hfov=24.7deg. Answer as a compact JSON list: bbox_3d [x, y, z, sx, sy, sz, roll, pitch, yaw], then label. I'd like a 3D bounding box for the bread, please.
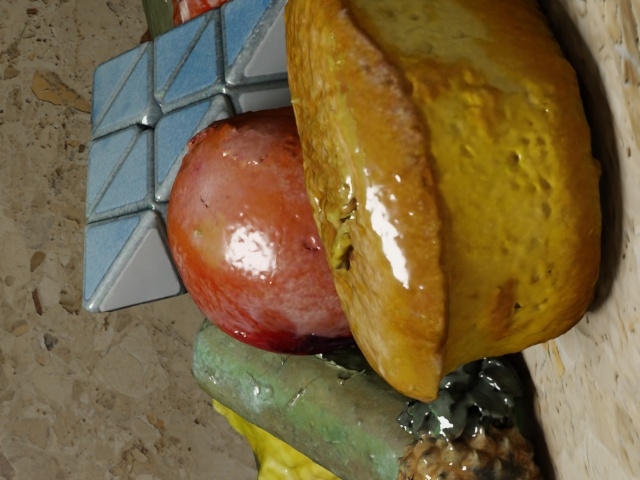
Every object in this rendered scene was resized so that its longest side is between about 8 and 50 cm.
[{"bbox_3d":[0.062,-0.043,0.828,0.268,0.145,0.268,169,90,-84],"label":"bread"}]

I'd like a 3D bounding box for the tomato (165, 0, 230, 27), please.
[{"bbox_3d":[-0.076,-0.255,1.300,0.187,0.151,0.187,60,166,26],"label":"tomato"}]

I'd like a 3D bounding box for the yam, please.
[{"bbox_3d":[0.013,0.131,1.150,0.259,0.106,0.106,28,137,40],"label":"yam"}]

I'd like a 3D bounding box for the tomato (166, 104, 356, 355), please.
[{"bbox_3d":[-0.011,-0.007,1.092,0.208,0.208,0.184,-143,46,-75],"label":"tomato"}]

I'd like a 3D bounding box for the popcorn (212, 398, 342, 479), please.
[{"bbox_3d":[0.013,0.132,1.319,0.200,0.226,0.203,-56,-4,37],"label":"popcorn"}]

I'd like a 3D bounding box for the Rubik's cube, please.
[{"bbox_3d":[-0.089,-0.076,1.245,0.233,0.228,0.228,-6,-97,-83],"label":"Rubik's cube"}]

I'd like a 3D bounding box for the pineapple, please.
[{"bbox_3d":[0.091,0.108,0.977,0.119,0.111,0.237,-8,91,59],"label":"pineapple"}]
